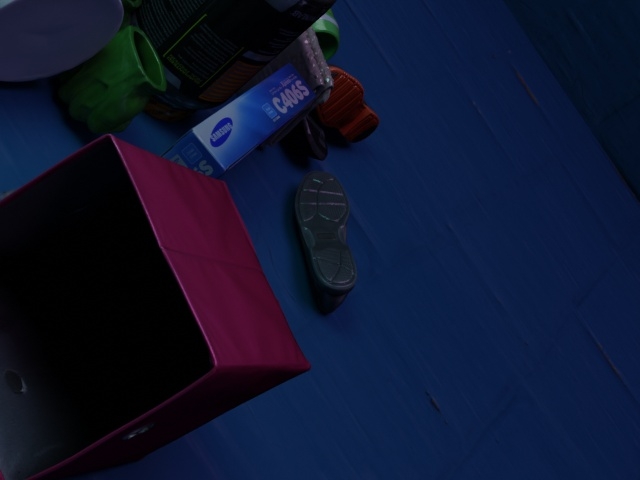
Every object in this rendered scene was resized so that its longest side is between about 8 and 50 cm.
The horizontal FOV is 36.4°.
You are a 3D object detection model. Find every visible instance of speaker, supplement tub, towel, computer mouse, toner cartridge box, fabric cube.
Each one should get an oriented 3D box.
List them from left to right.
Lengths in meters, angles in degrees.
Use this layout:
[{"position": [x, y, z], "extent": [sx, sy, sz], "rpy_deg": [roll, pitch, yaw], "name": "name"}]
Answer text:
[{"position": [-0.412, -0.399, 1.254], "extent": [0.241, 0.241, 0.331], "rpy_deg": [-7, 66, -55], "name": "supplement tub"}, {"position": [-0.205, 0.081, 1.013], "extent": [0.259, 0.254, 0.258], "rpy_deg": [63, 13, 15], "name": "fabric cube"}, {"position": [-0.151, -0.336, 1.451], "extent": [0.207, 0.338, 0.207], "rpy_deg": [34, 37, -30], "name": "supplement tub"}, {"position": [-0.142, -0.149, 1.457], "extent": [0.075, 0.165, 0.348], "rpy_deg": [50, 31, -6], "name": "toner cartridge box"}, {"position": [-0.078, -0.315, 1.676], "extent": [0.049, 0.187, 0.282], "rpy_deg": [10, 54, -44], "name": "towel"}, {"position": [-0.052, -0.492, 1.936], "extent": [0.131, 0.131, 0.296], "rpy_deg": [16, 49, -46], "name": "speaker"}, {"position": [-0.034, -0.242, 1.802], "extent": [0.184, 0.060, 0.262], "rpy_deg": [37, 35, -63], "name": "computer mouse"}]

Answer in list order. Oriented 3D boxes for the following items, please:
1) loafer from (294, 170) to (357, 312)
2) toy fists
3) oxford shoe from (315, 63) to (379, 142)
[{"position": [0.000, 0.000, 1.611], "extent": [0.096, 0.084, 0.267], "rpy_deg": [5, 46, -13], "name": "loafer"}, {"position": [-0.310, -0.276, 1.376], "extent": [0.096, 0.142, 0.279], "rpy_deg": [32, 35, -60], "name": "toy fists"}, {"position": [0.026, -0.266, 1.788], "extent": [0.098, 0.097, 0.271], "rpy_deg": [56, 4, 21], "name": "oxford shoe"}]
